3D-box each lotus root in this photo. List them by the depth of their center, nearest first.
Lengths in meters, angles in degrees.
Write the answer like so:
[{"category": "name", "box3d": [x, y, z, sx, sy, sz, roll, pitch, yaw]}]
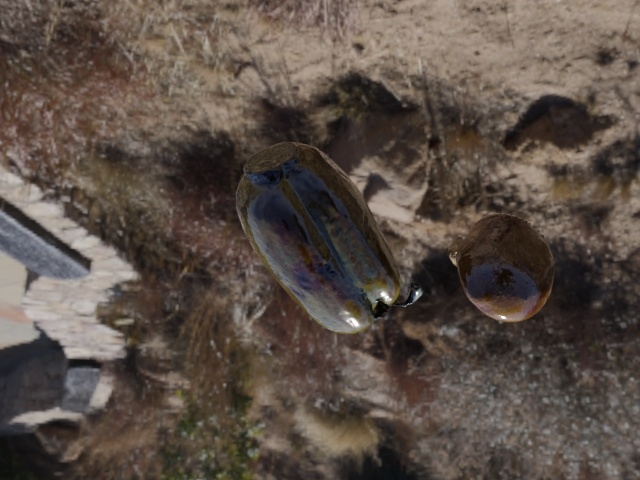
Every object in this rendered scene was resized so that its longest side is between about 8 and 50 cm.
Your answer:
[{"category": "lotus root", "box3d": [0.000, 0.000, 0.784, 0.123, 0.124, 0.241, 17, 146, 55]}]

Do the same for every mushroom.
[{"category": "mushroom", "box3d": [0.201, 0.030, 0.815, 0.127, 0.127, 0.087, 10, 154, -26]}]
